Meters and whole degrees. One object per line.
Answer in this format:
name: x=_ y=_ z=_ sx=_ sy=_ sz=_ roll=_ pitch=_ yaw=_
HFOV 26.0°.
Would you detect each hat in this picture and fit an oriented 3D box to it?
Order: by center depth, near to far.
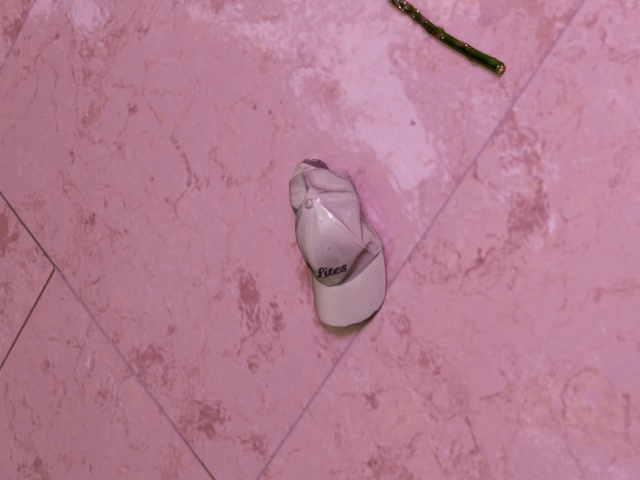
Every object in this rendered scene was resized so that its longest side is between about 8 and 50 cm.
hat: x=0.003 y=0.004 z=1.416 sx=0.122 sy=0.081 sz=0.166 roll=10 pitch=106 yaw=43

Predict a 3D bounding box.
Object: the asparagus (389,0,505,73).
asparagus: x=0.119 y=-0.203 z=1.355 sx=0.163 sy=0.016 sz=0.016 roll=41 pitch=141 yaw=33
